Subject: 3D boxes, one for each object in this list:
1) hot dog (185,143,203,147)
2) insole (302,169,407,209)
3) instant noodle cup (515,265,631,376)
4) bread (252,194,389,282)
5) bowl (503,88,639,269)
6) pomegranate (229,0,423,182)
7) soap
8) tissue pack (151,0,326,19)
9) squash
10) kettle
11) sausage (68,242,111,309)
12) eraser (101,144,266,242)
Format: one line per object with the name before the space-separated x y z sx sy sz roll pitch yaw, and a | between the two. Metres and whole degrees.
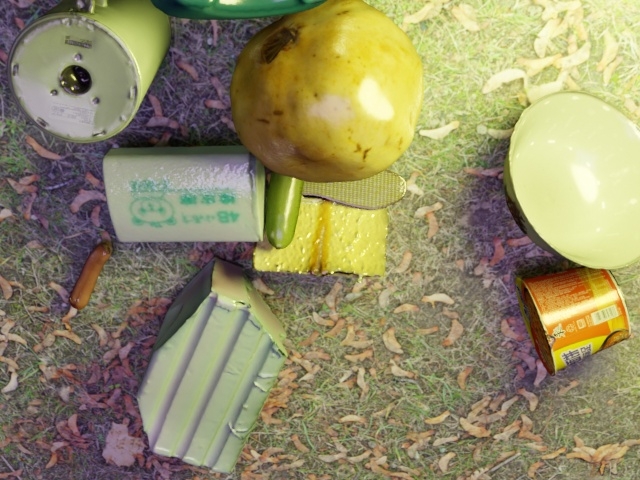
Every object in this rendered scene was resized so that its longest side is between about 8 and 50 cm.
hot dog | -0.222 -0.115 1.697 0.071 0.045 0.165 -21 115 17
insole | 0.042 -0.109 1.691 0.253 0.005 0.086 6 90 0
instant noodle cup | 0.507 0.146 1.730 0.174 0.213 0.213 -19 116 3
bread | 0.000 0.000 1.714 0.266 0.142 0.178 5 78 1
bowl | 0.448 -0.091 1.588 0.337 0.337 0.157 28 155 -13
pomegranate | 0.015 -0.243 1.461 0.333 0.332 0.332 1 119 2
soap | -0.232 0.270 1.845 0.261 0.156 0.446 20 118 -8
tissue pack | -0.125 -0.435 1.306 0.288 0.206 0.198 -10 109 -19
squash | -0.064 -0.107 1.649 0.066 0.066 0.252 11 87 -3
kettle | -0.375 -0.337 1.427 0.205 0.318 0.265 -16 116 11
sausage | -0.481 0.074 1.809 0.040 0.047 0.176 18 120 -26
eraser | -0.249 -0.087 1.631 0.290 0.104 0.189 -1 126 6
